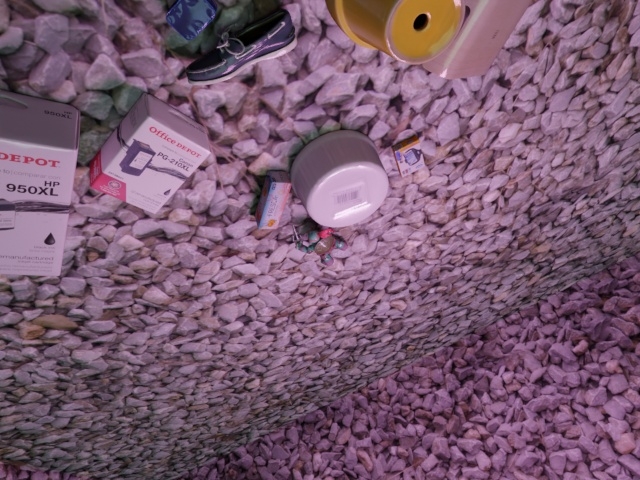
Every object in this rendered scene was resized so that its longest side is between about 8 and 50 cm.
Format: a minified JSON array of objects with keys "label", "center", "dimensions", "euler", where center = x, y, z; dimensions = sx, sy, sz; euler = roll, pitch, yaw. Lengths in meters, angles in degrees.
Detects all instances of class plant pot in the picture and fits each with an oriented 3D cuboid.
[{"label":"plant pot","center":[0.158,-0.486,0.926],"dimensions":[0.254,0.239,0.254],"euler":[-13,140,-11]}]

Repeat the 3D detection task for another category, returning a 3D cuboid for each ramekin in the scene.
[{"label":"ramekin","center":[0.061,-0.165,1.330],"dimensions":[0.277,0.135,0.277],"euler":[-14,140,-12]}]

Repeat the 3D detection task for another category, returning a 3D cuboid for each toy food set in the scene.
[{"label":"toy food set","center":[0.368,-0.499,1.064],"dimensions":[0.306,0.092,0.219],"euler":[-27,153,-46]}]

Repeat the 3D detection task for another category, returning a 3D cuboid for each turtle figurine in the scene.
[{"label":"turtle figurine","center":[0.000,0.000,1.516],"dimensions":[0.175,0.118,0.234],"euler":[-32,146,11]}]

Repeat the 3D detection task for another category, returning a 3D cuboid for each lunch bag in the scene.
[{"label":"lunch bag","center":[-0.249,-0.452,0.906],"dimensions":[0.098,0.065,0.067],"euler":[-35,124,17]}]

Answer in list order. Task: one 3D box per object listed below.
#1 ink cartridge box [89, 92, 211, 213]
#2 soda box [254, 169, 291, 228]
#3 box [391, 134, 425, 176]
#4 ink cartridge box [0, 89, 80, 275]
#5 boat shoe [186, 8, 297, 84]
[{"label":"ink cartridge box","center":[-0.403,-0.198,1.094],"dimensions":[0.237,0.100,0.172],"euler":[-41,139,21]},{"label":"soda box","center":[-0.141,-0.116,1.350],"dimensions":[0.063,0.058,0.183],"euler":[0,135,-25]},{"label":"box","center":[0.273,-0.252,1.419],"dimensions":[0.081,0.028,0.136],"euler":[-27,139,5]},{"label":"ink cartridge box","center":[-0.700,-0.112,0.996],"dimensions":[0.285,0.166,0.395],"euler":[5,133,-31]},{"label":"boat shoe","center":[-0.171,-0.406,0.971],"dimensions":[0.254,0.095,0.079],"euler":[-22,143,-3]}]
